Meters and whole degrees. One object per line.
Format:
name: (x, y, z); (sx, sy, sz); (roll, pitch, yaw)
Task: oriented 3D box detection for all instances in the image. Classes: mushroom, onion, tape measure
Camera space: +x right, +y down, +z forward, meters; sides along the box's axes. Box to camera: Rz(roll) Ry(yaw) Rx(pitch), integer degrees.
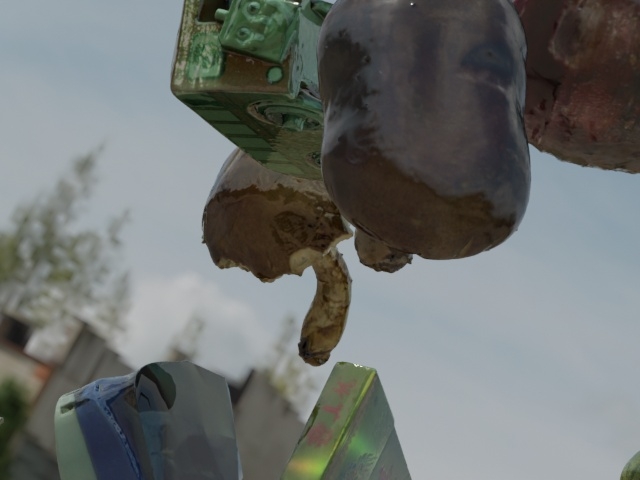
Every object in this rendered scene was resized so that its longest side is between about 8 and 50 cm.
mushroom: (-0.027, -0.022, 2.417); (0.208, 0.233, 0.302); (36, -15, 17)
onion: (0.309, -0.199, 1.825); (0.260, 0.337, 0.282); (23, -39, 6)
mushroom: (0.056, -0.061, 1.350); (0.148, 0.227, 0.217); (11, -26, -5)
tape measure: (-0.201, 0.284, 2.374); (0.138, 0.262, 0.259); (-18, -13, 21)

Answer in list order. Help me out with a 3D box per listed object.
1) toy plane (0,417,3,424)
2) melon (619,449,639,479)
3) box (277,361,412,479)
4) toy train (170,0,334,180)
toy plane: (-0.352, 0.072, 1.711); (0.229, 0.092, 0.244); (56, -25, -4)
melon: (0.473, 0.315, 2.536); (0.192, 0.139, 0.139); (5, -9, -21)
box: (0.028, 0.261, 1.735); (0.043, 0.173, 0.311); (13, -34, 23)
toy train: (-0.022, -0.141, 1.856); (0.159, 0.129, 0.326); (5, -12, 21)
